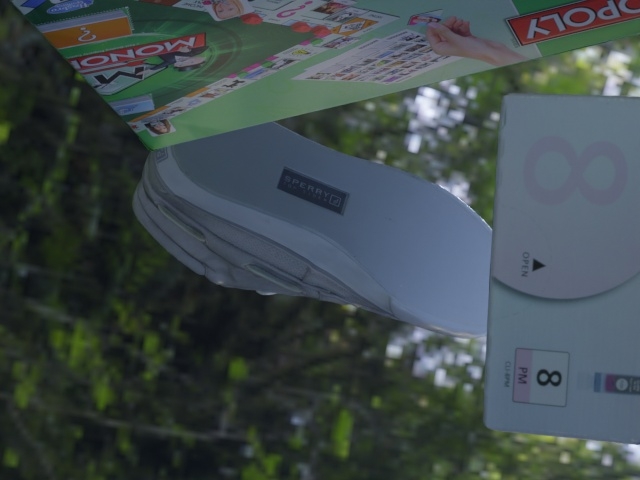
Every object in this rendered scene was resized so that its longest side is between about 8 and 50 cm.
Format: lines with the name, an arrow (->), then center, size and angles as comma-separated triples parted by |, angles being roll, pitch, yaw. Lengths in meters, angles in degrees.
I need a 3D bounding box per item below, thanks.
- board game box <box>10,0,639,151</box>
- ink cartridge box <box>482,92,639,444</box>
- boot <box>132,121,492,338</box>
board game box -> 0.027, -0.135, 0.738 | 0.317, 0.213, 0.046 | -12, -120, 19
ink cartridge box -> 0.209, 0.018, 1.035 | 0.232, 0.066, 0.189 | 4, -89, 21
boot -> 0.000, 0.000, 1.264 | 0.095, 0.258, 0.123 | -64, -173, -26
